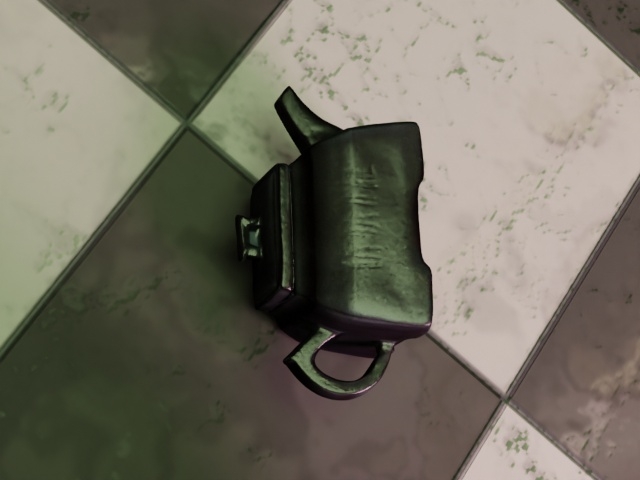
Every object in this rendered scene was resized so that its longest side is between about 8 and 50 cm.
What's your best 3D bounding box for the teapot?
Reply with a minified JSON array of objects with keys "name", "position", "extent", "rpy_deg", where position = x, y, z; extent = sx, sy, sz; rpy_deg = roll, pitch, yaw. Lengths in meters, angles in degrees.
[{"name":"teapot","position":[0.000,0.000,0.936],"extent":[0.096,0.087,0.177],"rpy_deg":[3,74,-20]}]
